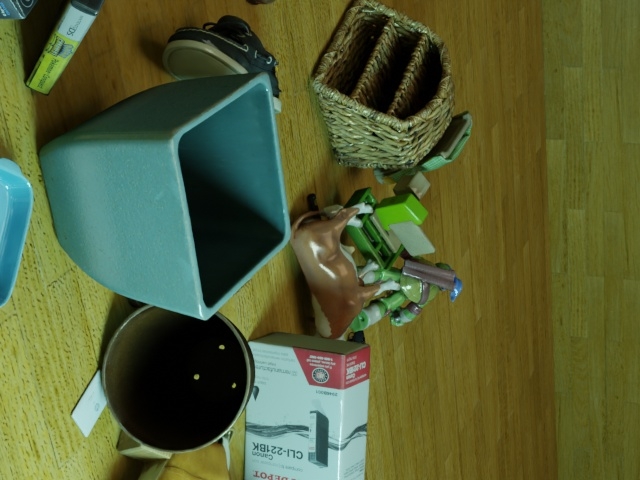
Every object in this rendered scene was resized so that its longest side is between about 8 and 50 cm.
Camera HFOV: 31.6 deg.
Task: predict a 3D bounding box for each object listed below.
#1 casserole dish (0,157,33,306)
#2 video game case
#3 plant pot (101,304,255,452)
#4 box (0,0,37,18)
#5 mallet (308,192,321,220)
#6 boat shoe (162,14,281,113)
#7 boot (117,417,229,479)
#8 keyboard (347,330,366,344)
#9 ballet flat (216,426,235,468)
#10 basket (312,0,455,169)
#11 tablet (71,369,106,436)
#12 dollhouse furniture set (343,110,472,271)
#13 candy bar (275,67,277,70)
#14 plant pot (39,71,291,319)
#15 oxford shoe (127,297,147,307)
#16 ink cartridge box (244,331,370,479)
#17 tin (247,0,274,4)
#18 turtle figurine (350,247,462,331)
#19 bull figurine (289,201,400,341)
[{"bbox_3d":[-0.402,-0.007,1.346,0.114,0.037,0.188,29,69,-63],"label":"casserole dish"},{"bbox_3d":[-0.268,-0.337,1.367,0.035,0.248,0.275,25,66,-18],"label":"video game case"},{"bbox_3d":[-0.182,0.196,1.688,0.230,0.215,0.215,20,76,-79],"label":"plant pot"},{"bbox_3d":[-0.360,-0.380,1.236,0.163,0.142,0.247,65,37,-45],"label":"box"},{"bbox_3d":[0.000,0.000,2.204,0.062,0.039,0.190,-56,138,-41],"label":"mallet"},{"bbox_3d":[-0.139,-0.286,1.740,0.340,0.127,0.113,22,74,-65],"label":"boat shoe"},{"bbox_3d":[-0.225,0.420,1.680,0.211,0.104,0.295,33,56,-42],"label":"boot"},{"bbox_3d":[0.065,0.273,2.387,0.192,0.038,0.100,-62,147,-40],"label":"keyboard"},{"bbox_3d":[-0.194,0.399,1.823,0.080,0.073,0.232,41,59,-60],"label":"ballet flat"},{"bbox_3d":[0.143,-0.313,2.225,0.223,0.213,0.299,71,34,-42],"label":"basket"},{"bbox_3d":[-0.321,0.230,1.598,0.083,0.006,0.054,-63,148,-37],"label":"tablet"},{"bbox_3d":[0.206,-0.099,2.278,0.151,0.197,0.301,54,50,-23],"label":"dollhouse furniture set"},{"bbox_3d":[-0.106,-0.243,1.944,0.040,0.018,0.161,51,50,-56],"label":"candy bar"},{"bbox_3d":[-0.215,-0.070,1.474,0.248,0.252,0.247,-45,133,-53],"label":"plant pot"},{"bbox_3d":[-0.236,-0.004,1.654,0.076,0.076,0.212,-17,109,-61],"label":"oxford shoe"},{"bbox_3d":[-0.025,0.315,2.017,0.114,0.197,0.273,-12,105,-62],"label":"ink cartridge box"},{"bbox_3d":[-0.098,-0.491,1.893,0.106,0.040,0.190,-15,108,-59],"label":"tin"},{"bbox_3d":[0.135,0.091,2.425,0.266,0.274,0.198,-15,133,-43],"label":"turtle figurine"},{"bbox_3d":[0.039,0.070,2.164,0.188,0.101,0.310,-33,124,-22],"label":"bull figurine"}]
